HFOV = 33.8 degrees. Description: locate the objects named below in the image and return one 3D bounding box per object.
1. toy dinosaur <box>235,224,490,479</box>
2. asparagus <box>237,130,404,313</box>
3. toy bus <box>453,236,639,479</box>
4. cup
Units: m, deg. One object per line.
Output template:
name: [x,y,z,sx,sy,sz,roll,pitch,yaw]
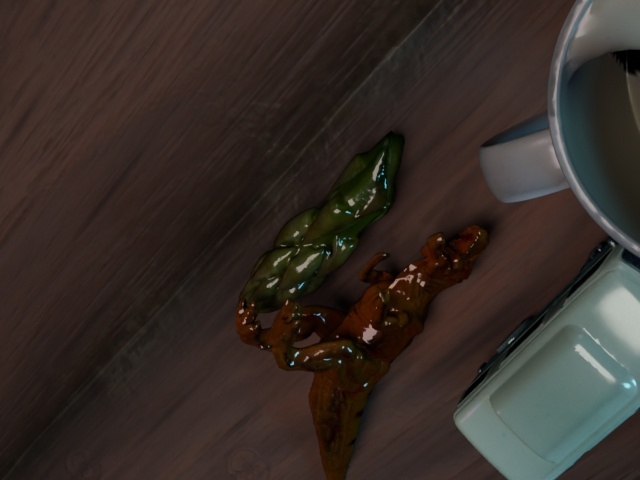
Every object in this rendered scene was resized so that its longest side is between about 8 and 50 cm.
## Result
toy dinosaur: [0.011,0.124,1.123,0.208,0.097,0.432,16,126,-23]
asparagus: [0.000,0.000,1.121,0.287,0.080,0.080,-41,85,30]
toy bus: [0.250,0.103,0.961,0.133,0.165,0.271,44,122,10]
cup: [0.287,-0.114,0.771,0.322,0.327,0.237,-19,98,32]
